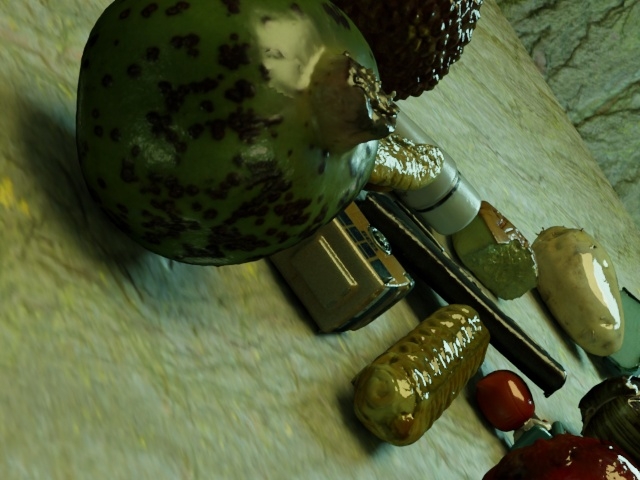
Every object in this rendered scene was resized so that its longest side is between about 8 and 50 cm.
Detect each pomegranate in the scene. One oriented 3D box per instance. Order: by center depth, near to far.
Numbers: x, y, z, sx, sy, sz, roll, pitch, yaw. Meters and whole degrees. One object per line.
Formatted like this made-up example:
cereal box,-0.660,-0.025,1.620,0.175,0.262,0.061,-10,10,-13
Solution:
pomegranate,-0.059,-0.099,0.986,0.254,0.270,0.254,8,80,-58

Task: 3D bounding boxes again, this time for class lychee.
lychee,0.118,-0.337,1.851,0.235,0.271,0.236,5,23,-2

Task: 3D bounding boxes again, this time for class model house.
model house,0.513,0.178,2.160,0.148,0.119,0.149,38,-17,32

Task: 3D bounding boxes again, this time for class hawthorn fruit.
hawthorn fruit,0.231,0.272,1.198,0.173,0.173,0.179,27,70,-53

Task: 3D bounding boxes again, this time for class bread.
bread,0.110,0.129,1.283,0.084,0.077,0.367,54,18,5
bread,0.250,0.005,1.828,0.156,0.086,0.125,39,22,-40

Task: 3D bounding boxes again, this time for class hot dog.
hot dog,0.060,-0.099,1.534,0.242,0.084,0.073,12,82,-51

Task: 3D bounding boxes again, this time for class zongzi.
zongzi,0.478,0.354,1.682,0.289,0.154,0.318,26,37,-39

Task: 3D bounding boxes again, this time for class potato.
potato,0.424,0.072,2.064,0.161,0.128,0.235,27,39,-28

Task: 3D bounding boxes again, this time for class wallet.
wallet,0.172,0.061,1.531,0.318,0.045,0.172,44,8,7

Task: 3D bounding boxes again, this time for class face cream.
face cream,0.095,-0.135,1.688,0.314,0.089,0.143,46,-17,-24

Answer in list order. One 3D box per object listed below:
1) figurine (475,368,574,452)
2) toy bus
figurine,0.230,0.207,1.458,0.140,0.068,0.075,45,19,-5
toy bus,0.000,0.000,1.227,0.182,0.091,0.103,54,20,8
